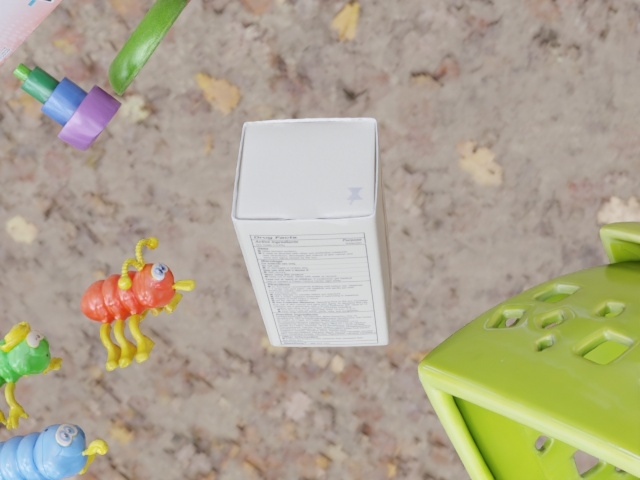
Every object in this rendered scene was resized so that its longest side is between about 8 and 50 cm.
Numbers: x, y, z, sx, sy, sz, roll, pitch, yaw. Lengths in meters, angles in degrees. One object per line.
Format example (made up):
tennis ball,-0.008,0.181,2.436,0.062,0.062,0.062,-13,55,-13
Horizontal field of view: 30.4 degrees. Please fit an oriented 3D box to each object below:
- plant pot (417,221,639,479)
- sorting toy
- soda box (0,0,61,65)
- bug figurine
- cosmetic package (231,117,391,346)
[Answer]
plant pot,0.237,0.123,0.760,0.227,0.207,0.228,19,145,55
sorting toy,-0.214,-0.257,1.262,0.126,0.365,0.127,36,143,-13
soda box,-0.132,-0.149,0.531,0.063,0.058,0.183,21,151,-30
bug figurine,-0.210,0.110,0.867,0.216,0.279,0.072,-21,115,24
cosmetic package,0.000,0.000,1.326,0.153,0.129,0.296,0,150,5
